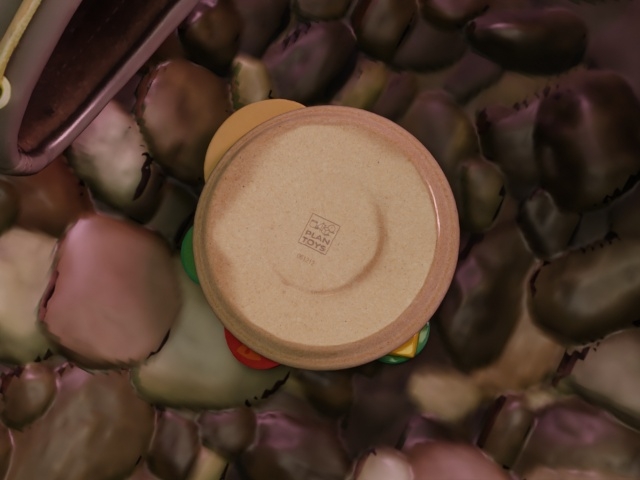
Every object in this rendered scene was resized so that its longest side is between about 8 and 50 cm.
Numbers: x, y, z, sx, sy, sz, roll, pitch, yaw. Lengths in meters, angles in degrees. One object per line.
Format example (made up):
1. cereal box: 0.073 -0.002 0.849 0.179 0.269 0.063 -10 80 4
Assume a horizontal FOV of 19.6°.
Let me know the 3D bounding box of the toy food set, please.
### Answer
1. toy food set: 0.000 0.000 0.555 0.083 0.020 0.082 10 82 8

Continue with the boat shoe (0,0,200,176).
1. boat shoe: -0.015 -0.147 0.542 0.305 0.109 0.091 -43 78 4
